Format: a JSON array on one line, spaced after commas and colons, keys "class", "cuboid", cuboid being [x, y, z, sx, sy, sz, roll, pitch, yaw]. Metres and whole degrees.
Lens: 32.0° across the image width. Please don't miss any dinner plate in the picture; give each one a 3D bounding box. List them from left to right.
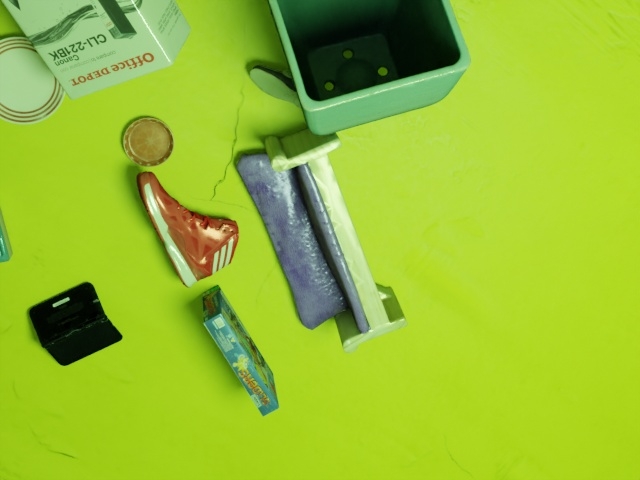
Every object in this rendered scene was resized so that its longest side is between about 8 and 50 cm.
[{"class": "dinner plate", "cuboid": [-0.476, -0.255, 1.781, 0.141, 0.017, 0.141, -2, 109, -5]}]

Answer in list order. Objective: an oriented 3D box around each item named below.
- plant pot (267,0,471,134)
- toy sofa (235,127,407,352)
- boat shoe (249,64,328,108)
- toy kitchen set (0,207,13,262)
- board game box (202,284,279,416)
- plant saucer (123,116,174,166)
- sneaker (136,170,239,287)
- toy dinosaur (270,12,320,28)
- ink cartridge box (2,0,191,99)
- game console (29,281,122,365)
[{"class": "plant pot", "cuboid": [0.058, -0.289, 1.686, 0.247, 0.252, 0.248, -16, 76, -5]}, {"class": "toy sofa", "cuboid": [0.000, 0.000, 1.853, 0.177, 0.150, 0.363, -21, 110, 0]}, {"class": "boat shoe", "cuboid": [-0.050, -0.253, 1.818, 0.137, 0.049, 0.043, 25, 62, -11]}, {"class": "toy kitchen set", "cuboid": [-0.618, 0.013, 1.778, 0.207, 0.166, 0.122, -11, 110, -2]}, {"class": "board game box", "cuboid": [-0.137, 0.187, 1.910, 0.035, 0.136, 0.201, -29, 109, 3]}, {"class": "plant saucer", "cuboid": [-0.282, -0.162, 1.837, 0.083, 0.013, 0.084, -2, 110, -6]}, {"class": "sneaker", "cuboid": [-0.214, -0.039, 1.863, 0.128, 0.087, 0.221, -25, 122, -6]}, {"class": "toy dinosaur", "cuboid": [-0.054, -0.416, 1.765, 0.092, 0.053, 0.183, -25, 118, -13]}, {"class": "ink cartridge box", "cuboid": [-0.347, -0.365, 1.647, 0.197, 0.114, 0.273, -14, 127, 24]}, {"class": "game console", "cuboid": [-0.422, 0.145, 1.929, 0.122, 0.071, 0.107, -25, 80, 2]}]
